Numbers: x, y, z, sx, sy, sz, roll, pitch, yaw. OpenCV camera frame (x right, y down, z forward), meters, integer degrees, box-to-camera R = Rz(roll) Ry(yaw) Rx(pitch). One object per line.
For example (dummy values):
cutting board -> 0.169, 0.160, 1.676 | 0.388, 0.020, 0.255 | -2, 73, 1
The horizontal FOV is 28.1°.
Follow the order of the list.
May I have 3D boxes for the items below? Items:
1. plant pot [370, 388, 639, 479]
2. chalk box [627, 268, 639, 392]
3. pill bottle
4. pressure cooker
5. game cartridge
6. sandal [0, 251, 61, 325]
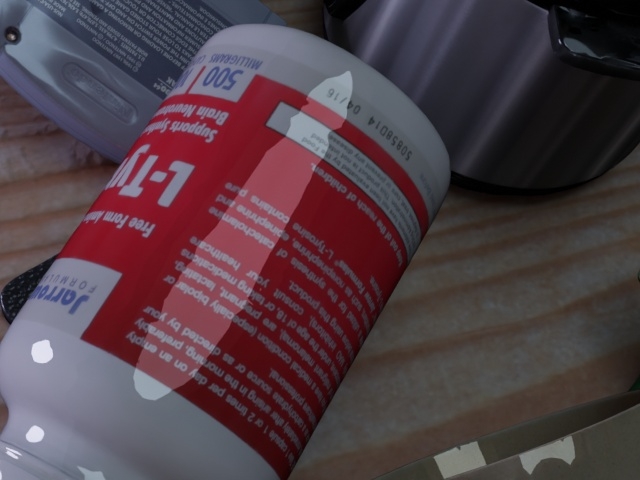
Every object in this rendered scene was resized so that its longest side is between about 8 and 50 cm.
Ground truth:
plant pot -> 0.176, 0.277, 0.930 | 0.256, 0.256, 0.274 | -17, 83, -26
chalk box -> 0.400, 0.112, 1.120 | 0.289, 0.179, 0.180 | 43, 58, 11
pill bottle -> -0.089, 0.060, 0.941 | 0.229, 0.229, 0.408 | 30, 70, 1
pressure cooker -> 0.217, -0.289, 1.153 | 0.375, 0.420, 0.370 | -32, 75, -30
game cartridge -> -0.164, -0.174, 1.116 | 0.294, 0.060, 0.196 | 36, 67, -17
sandal -> -0.183, 0.023, 1.074 | 0.179, 0.040, 0.067 | -28, 66, -14
